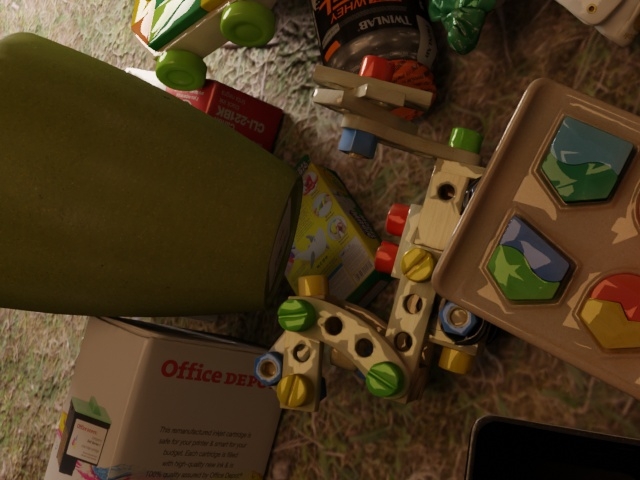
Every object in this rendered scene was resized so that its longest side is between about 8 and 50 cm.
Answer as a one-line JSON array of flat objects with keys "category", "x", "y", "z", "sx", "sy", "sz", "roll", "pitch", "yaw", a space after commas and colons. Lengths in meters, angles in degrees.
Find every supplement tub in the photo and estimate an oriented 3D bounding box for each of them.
[{"category": "supplement tub", "x": 0.053, "y": -0.218, "z": 0.899, "sx": 0.117, "sy": 0.117, "sz": 0.190, "roll": -30, "pitch": 59, "yaw": 34}]

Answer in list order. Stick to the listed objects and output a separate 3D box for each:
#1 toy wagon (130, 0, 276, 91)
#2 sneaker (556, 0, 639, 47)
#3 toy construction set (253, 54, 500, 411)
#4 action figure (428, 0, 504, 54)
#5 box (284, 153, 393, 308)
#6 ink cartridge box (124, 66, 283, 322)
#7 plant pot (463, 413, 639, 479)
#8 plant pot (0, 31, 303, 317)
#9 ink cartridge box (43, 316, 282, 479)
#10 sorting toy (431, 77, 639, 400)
[{"category": "toy wagon", "x": -0.083, "y": -0.325, "z": 0.947, "sx": 0.344, "sy": 0.068, "sz": 0.267, "roll": -21, "pitch": 56, "yaw": 43}, {"category": "sneaker", "x": 0.296, "y": -0.229, "z": 0.699, "sx": 0.292, "sy": 0.108, "sz": 0.169, "roll": 30, "pitch": 113, "yaw": 40}, {"category": "toy construction set", "x": 0.060, "y": 0.007, "z": 0.785, "sx": 0.215, "sy": 0.151, "sz": 0.327, "roll": 15, "pitch": 104, "yaw": 22}, {"category": "action figure", "x": 0.155, "y": -0.273, "z": 0.824, "sx": 0.137, "sy": 0.063, "sz": 0.232, "roll": -2, "pitch": 61, "yaw": 45}, {"category": "box", "x": 0.000, "y": 0.000, "z": 0.941, "sx": 0.105, "sy": 0.043, "sz": 0.179, "roll": -48, "pitch": 53, "yaw": 23}, {"category": "ink cartridge box", "x": -0.184, "y": -0.058, "z": 1.078, "sx": 0.197, "sy": 0.114, "sz": 0.272, "roll": 17, "pitch": 91, "yaw": 44}, {"category": "plant pot", "x": 0.175, "y": 0.222, "z": 0.599, "sx": 0.188, "sy": 0.167, "sz": 0.188, "roll": 8, "pitch": 82, "yaw": 4}, {"category": "plant pot", "x": -0.175, "y": -0.035, "z": 0.864, "sx": 0.294, "sy": 0.275, "sz": 0.274, "roll": 14, "pitch": 88, "yaw": 5}, {"category": "ink cartridge box", "x": -0.165, "y": 0.229, "z": 0.918, "sx": 0.117, "sy": 0.201, "sz": 0.278, "roll": 14, "pitch": 88, "yaw": 44}, {"category": "sorting toy", "x": 0.214, "y": 0.000, "z": 0.667, "sx": 0.208, "sy": 0.038, "sz": 0.193, "roll": 27, "pitch": 95, "yaw": 14}]
